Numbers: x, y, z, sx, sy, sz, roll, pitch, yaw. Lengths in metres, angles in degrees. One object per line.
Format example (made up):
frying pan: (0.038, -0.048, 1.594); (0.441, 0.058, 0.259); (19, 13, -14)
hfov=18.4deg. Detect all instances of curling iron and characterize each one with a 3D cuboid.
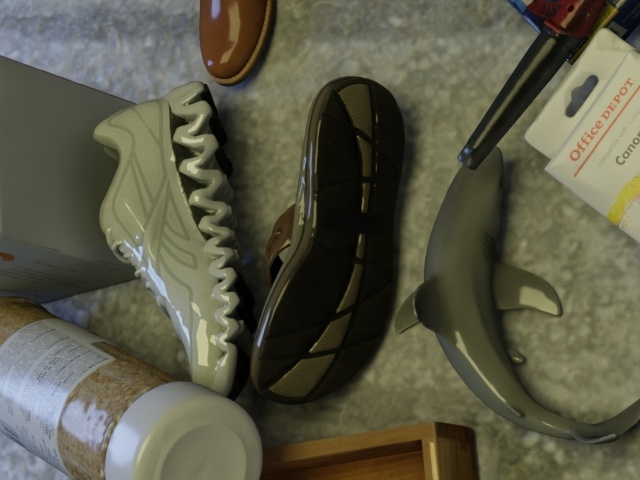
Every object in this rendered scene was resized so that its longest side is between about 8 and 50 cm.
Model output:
curling iron: (0.193, -0.162, 1.501); (0.274, 0.035, 0.068); (-48, 26, 16)

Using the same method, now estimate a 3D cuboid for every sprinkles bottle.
sprinkles bottle: (-0.191, 0.142, 1.662); (0.355, 0.121, 0.121); (20, 92, 52)

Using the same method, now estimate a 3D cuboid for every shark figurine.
shark figurine: (0.125, 0.076, 1.540); (0.166, 0.116, 0.278); (-40, 61, 22)

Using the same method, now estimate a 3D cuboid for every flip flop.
flip flop: (0.000, 0.000, 1.646); (0.080, 0.112, 0.277); (6, 86, 59)

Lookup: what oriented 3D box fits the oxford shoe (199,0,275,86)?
oxford shoe: (-0.086, -0.244, 1.755); (0.076, 0.076, 0.212); (0, 83, 31)

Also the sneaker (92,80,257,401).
sneaker: (-0.124, 0.009, 1.696); (0.118, 0.110, 0.292); (-12, 66, 1)

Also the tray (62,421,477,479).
tray: (-0.058, 0.281, 1.642); (0.411, 0.076, 0.203); (-12, 74, 30)

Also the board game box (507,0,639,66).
board game box: (0.215, -0.265, 1.574); (0.194, 0.060, 0.194); (-48, 59, 16)

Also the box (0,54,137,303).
box: (-0.356, -0.027, 1.803); (0.345, 0.215, 0.168); (-14, 73, 30)

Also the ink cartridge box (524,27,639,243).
ink cartridge box: (0.251, -0.063, 1.479); (0.198, 0.067, 0.115); (38, 103, 16)
